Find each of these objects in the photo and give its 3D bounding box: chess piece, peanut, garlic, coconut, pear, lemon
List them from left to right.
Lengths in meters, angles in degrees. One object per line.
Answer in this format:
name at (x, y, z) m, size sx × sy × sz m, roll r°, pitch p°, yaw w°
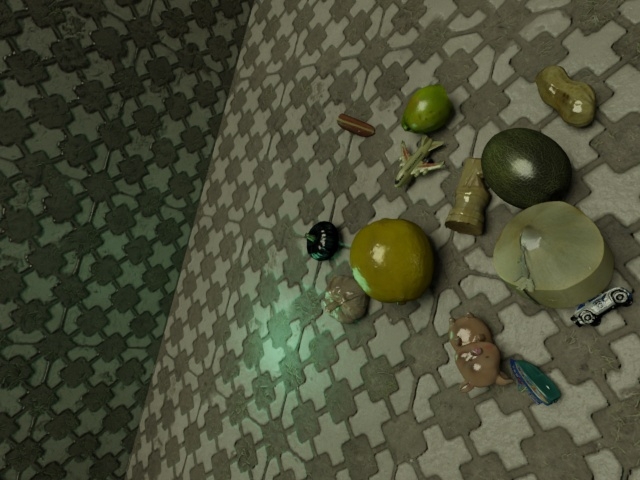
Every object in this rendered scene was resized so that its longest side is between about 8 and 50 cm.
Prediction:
garlic at (0.089, 0.262, 1.818) m, size 0.218 × 0.212 × 0.219 m, roll 2°, pitch 94°, yaw 32°
lemon at (0.275, 0.078, 1.624) m, size 0.347 × 0.347 × 0.348 m, roll -14°, pitch 69°, yaw 41°
pear at (0.432, -0.531, 1.742) m, size 0.219 × 0.187 × 0.188 m, roll -32°, pitch 57°, yaw 20°
chess piece at (0.567, -0.176, 1.575) m, size 0.137 × 0.137 × 0.301 m, roll 5°, pitch 71°, yaw 44°
coconut at (0.683, 0.045, 1.248) m, size 0.322 × 0.322 × 0.323 m, roll -14°, pitch 69°, yaw 41°
peanut at (0.823, -0.493, 1.410) m, size 0.125 × 0.111 × 0.275 m, roll -39°, pitch 55°, yaw 24°

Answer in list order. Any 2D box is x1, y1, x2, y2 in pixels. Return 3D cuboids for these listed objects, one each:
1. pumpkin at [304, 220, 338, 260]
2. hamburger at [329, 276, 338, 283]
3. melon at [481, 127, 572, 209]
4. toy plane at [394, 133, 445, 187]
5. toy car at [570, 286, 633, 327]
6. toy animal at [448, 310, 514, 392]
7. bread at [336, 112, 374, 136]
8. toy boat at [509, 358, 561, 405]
pumpkin at (0.011, 0.003, 2.029) m, size 0.194 × 0.150 × 0.194 m, roll 8°, pitch 103°, yaw 35°
hamburger at (0.079, 0.212, 1.968) m, size 0.083 × 0.044 × 0.076 m, roll 35°, pitch 105°, yaw 41°
melon at (0.670, -0.242, 1.394) m, size 0.237 × 0.237 × 0.302 m, roll -48°, pitch 50°, yaw 23°
toy plane at (0.400, -0.327, 1.774) m, size 0.242 × 0.104 × 0.256 m, roll 42°, pitch 107°, yaw 40°
toy car at (0.819, 0.194, 1.237) m, size 0.171 × 0.080 × 0.070 m, roll -46°, pitch 49°, yaw 26°
toy animal at (0.517, 0.375, 1.425) m, size 0.166 × 0.154 × 0.250 m, roll -27°, pitch 42°, yaw 24°
bread at (0.166, -0.558, 2.060) m, size 0.119 × 0.192 × 0.067 m, roll -104°, pitch 34°, yaw -76°
toy boat at (0.654, 0.452, 1.330) m, size 0.175 × 0.091 × 0.110 m, roll 57°, pitch 145°, yaw 41°
